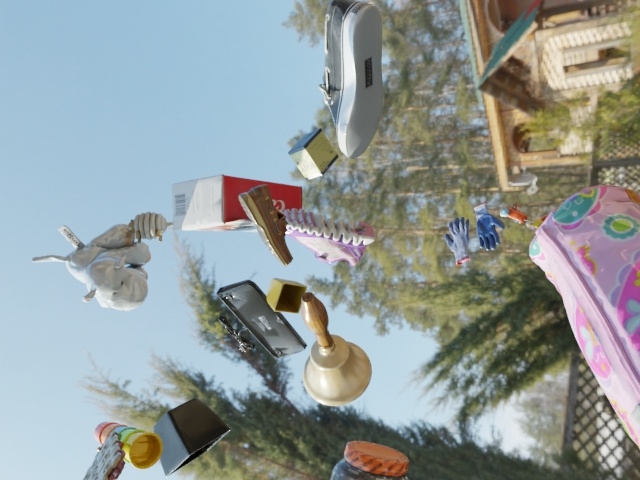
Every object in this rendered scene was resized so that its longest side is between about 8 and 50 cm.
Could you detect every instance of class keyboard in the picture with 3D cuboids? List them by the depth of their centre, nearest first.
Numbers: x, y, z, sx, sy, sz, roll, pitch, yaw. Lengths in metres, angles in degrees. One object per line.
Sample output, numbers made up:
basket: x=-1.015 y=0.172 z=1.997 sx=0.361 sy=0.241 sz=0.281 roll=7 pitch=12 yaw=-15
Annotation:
keyboard: x=-0.193 y=0.242 z=1.541 sx=0.317 sy=0.201 sz=0.033 roll=56 pitch=-155 yaw=-31

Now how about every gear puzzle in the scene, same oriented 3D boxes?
gear puzzle: x=-0.542 y=0.574 z=1.319 sx=0.044 sy=0.339 sz=0.175 roll=35 pitch=-107 yaw=-17

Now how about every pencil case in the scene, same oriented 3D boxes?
pencil case: x=0.277 y=0.082 z=0.436 sx=0.284 sy=0.124 sz=0.124 roll=-97 pitch=-20 yaw=-43

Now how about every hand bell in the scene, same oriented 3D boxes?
hand bell: x=0.008 y=0.159 z=0.857 sx=0.242 sy=0.126 sz=0.126 roll=74 pitch=-148 yaw=-48

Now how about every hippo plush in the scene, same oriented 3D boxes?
hippo plush: x=-0.573 y=0.068 z=1.463 sx=0.294 sy=0.236 sz=0.234 roll=46 pitch=-109 yaw=-34

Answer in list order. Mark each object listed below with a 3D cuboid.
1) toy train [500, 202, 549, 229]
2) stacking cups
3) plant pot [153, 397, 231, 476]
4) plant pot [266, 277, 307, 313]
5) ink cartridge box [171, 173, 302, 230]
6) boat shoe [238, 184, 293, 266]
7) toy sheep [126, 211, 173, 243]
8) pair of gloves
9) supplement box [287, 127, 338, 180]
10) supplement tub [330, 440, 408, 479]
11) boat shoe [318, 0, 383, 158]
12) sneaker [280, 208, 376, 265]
toy train: x=0.498 y=-0.043 z=1.206 sx=0.166 sy=0.125 sz=0.046 roll=20 pitch=-80 yaw=-29
stacking cups: x=-0.569 y=0.582 z=1.517 sx=0.096 sy=0.316 sz=0.096 roll=10 pitch=-105 yaw=-42
plant pot: x=-0.456 y=0.653 z=1.798 sx=0.167 sy=0.188 sz=0.187 roll=52 pitch=-148 yaw=16
plant pot: x=-0.099 y=0.140 z=1.417 sx=0.081 sy=0.083 sz=0.081 roll=13 pitch=-81 yaw=-36
ink cartridge box: x=-0.194 y=-0.094 z=1.440 sx=0.309 sy=0.271 sz=0.130 roll=1 pitch=-94 yaw=-53
boat shoe: x=-0.087 y=-0.026 z=0.990 sx=0.060 sy=0.064 sz=0.178 roll=-34 pitch=-56 yaw=-11
toy sheep: x=-0.486 y=-0.040 z=1.515 sx=0.091 sy=0.132 sz=0.091 roll=178 pitch=90 yaw=-80
pair of gloves: x=0.463 y=-0.022 z=1.595 sx=0.023 sy=0.198 sz=0.159 roll=19 pitch=-126 yaw=-37
supplement box: x=-0.016 y=-0.201 z=1.238 sx=0.083 sy=0.056 sz=0.083 roll=54 pitch=-131 yaw=-22
supplement tub: x=0.109 y=0.699 z=1.326 sx=0.207 sy=0.207 sz=0.338 roll=23 pitch=-103 yaw=-56
boat shoe: x=0.049 y=-0.308 z=1.032 sx=0.113 sy=0.105 sz=0.306 roll=-37 pitch=-39 yaw=-28
sneaker: x=0.000 y=0.000 z=1.180 sx=0.095 sy=0.236 sz=0.105 roll=-93 pitch=18 yaw=-61
